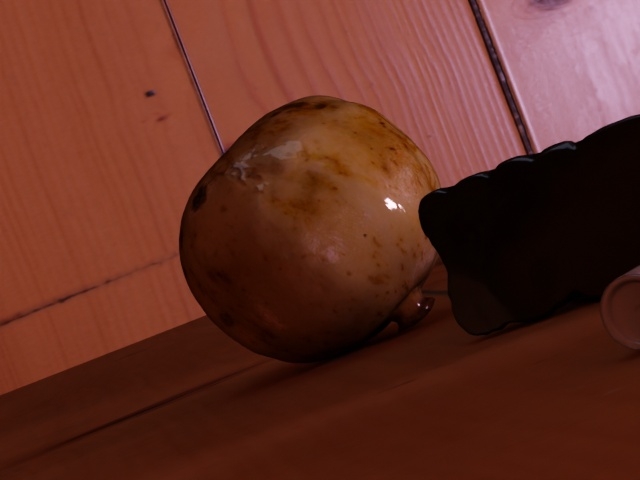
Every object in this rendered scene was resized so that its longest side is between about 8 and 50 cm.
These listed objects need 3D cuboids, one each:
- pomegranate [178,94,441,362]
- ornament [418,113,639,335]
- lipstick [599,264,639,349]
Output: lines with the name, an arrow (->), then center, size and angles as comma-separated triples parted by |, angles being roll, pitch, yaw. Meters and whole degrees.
pomegranate -> 0.000, 0.000, 1.511 | 0.215, 0.215, 0.215 | -21, 2, 1
ornament -> 0.221, -0.025, 1.297 | 0.251, 0.106, 0.260 | -18, -2, 25
lipstick -> 0.189, 0.020, 0.970 | 0.040, 0.040, 0.141 | -20, 1, 35
